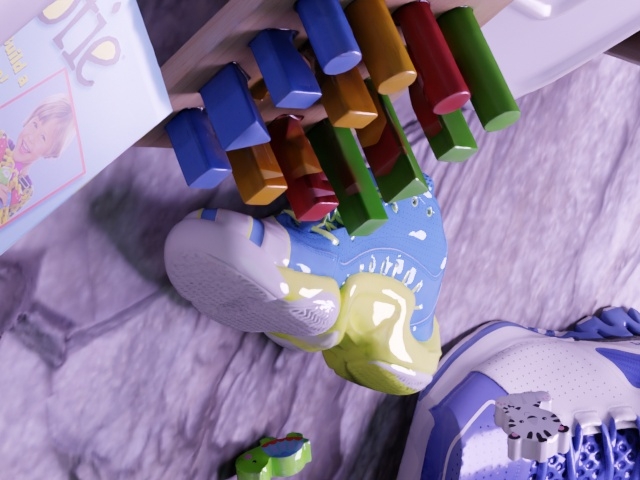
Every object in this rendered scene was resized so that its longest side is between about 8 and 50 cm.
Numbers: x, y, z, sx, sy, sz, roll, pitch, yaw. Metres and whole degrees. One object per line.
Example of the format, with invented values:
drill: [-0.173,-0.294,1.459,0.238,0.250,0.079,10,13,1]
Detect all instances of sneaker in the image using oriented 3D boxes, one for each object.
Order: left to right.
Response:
sneaker: [0.000,0.000,1.086,0.240,0.091,0.126,36,66,-55]
sneaker: [0.211,0.138,1.343,0.315,0.182,0.127,-13,122,-47]

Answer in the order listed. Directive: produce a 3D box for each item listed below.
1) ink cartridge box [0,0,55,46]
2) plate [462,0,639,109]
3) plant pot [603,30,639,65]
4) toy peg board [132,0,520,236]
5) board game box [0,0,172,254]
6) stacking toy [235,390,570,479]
ink cartridge box: [-0.259,-0.076,0.551,0.306,0.226,0.131,-43,156,-25]
plate: [0.128,-0.161,1.017,0.278,0.045,0.277,-32,153,24]
plant pot: [0.244,-0.170,1.247,0.096,0.109,0.109,-21,130,-57]
toy peg board: [0.010,-0.067,0.957,0.160,0.079,0.161,0,150,-46]
board game box: [-0.214,-0.044,0.714,0.275,0.142,0.144,-42,141,-25]
stacking toy: [0.055,0.190,1.216,0.221,0.052,0.167,-8,124,-9]
